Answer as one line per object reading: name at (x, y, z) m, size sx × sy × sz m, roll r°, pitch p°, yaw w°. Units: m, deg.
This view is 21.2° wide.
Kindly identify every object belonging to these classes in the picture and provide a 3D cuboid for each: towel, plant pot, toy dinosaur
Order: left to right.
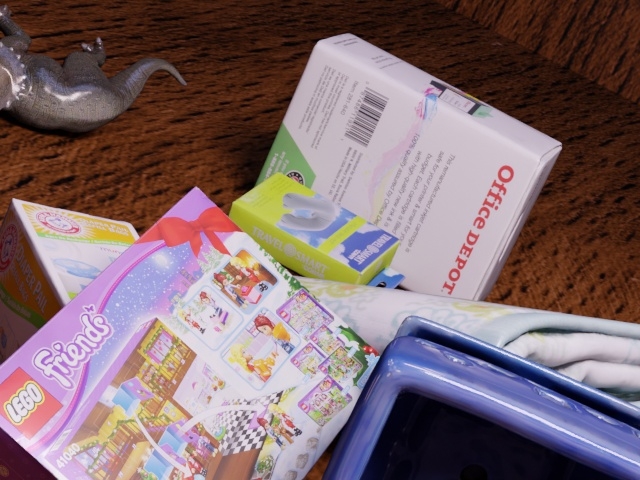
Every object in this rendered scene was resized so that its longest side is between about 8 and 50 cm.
toy dinosaur at (-0.292, -0.165, 1.842) m, size 0.313 × 0.121 × 0.160 m, roll 17°, pitch 32°, yaw -32°
plant pot at (0.110, 0.192, 1.169) m, size 0.236 × 0.236 × 0.212 m, roll 23°, pitch 14°, yaw -1°
towel at (0.142, 0.097, 1.492) m, size 0.320 × 0.090 × 0.374 m, roll 6°, pitch -2°, yaw 45°

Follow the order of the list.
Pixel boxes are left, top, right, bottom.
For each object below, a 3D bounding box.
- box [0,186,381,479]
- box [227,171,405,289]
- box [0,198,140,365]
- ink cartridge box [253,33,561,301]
box at (-0.096, 0.109, 1.184) m, size 0.201 × 0.057 × 0.293 m, roll 43°, pitch 40°, yaw 0°
box at (0.000, 0.000, 1.790) m, size 0.178 × 0.042 × 0.109 m, roll 29°, pitch 30°, yaw 13°
box at (-0.185, 0.065, 1.336) m, size 0.114 × 0.103 × 0.203 m, roll 13°, pitch 22°, yaw -30°
ink cartridge box at (0.093, -0.073, 1.864) m, size 0.278 × 0.201 × 0.117 m, roll 29°, pitch 20°, yaw 13°
